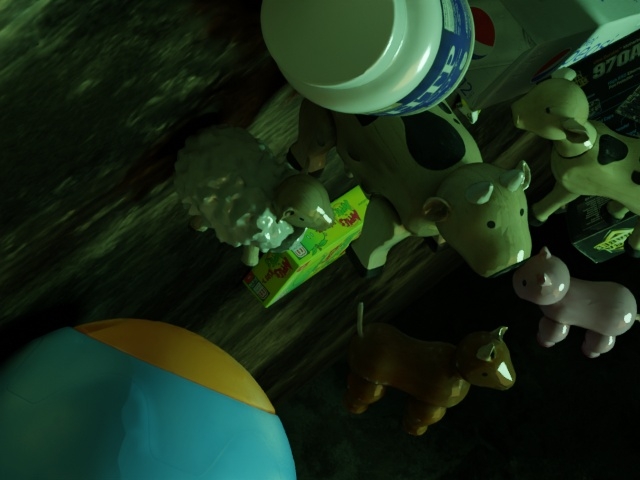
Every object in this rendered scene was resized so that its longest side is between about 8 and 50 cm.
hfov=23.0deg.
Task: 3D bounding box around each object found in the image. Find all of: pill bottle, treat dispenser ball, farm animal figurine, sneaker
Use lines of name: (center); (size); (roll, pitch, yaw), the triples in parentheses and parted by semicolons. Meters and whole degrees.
pill bottle: (0.029, -0.136, 1.007); (0.112, 0.112, 0.186); (-44, 171, 14)
treat dispenser ball: (-0.163, 0.207, 1.275); (0.288, 0.288, 0.288); (-41, 172, -7)
farm animal figurine: (0.107, -0.041, 1.157); (0.330, 0.327, 0.172); (-39, 165, -33)
sneaker: (0.182, -0.163, 1.833); (0.035, 0.031, 0.083); (-41, 172, -9)

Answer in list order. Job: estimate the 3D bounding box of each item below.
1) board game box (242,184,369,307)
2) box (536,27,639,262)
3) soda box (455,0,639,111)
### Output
board game box: (0.000, 0.000, 1.800); (0.181, 0.043, 0.092); (-34, 168, -42)
box: (0.298, -0.102, 1.323); (0.220, 0.175, 0.051); (-27, 143, 28)
soda box: (0.203, -0.204, 1.440); (0.091, 0.098, 0.286); (-46, 166, 35)
